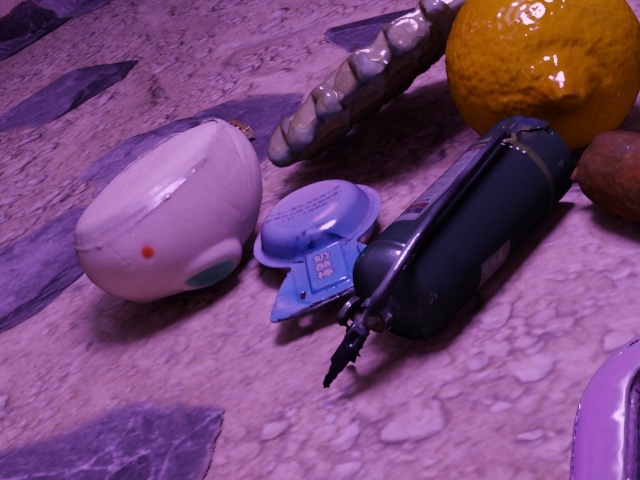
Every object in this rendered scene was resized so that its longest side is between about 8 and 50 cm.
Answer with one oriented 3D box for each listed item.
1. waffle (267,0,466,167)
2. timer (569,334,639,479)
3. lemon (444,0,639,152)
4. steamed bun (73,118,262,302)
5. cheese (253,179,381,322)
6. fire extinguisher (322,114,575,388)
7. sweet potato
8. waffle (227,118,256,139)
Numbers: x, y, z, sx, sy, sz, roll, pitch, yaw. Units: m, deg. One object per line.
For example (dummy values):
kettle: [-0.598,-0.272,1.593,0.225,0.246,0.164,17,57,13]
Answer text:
waffle: [0.075,-0.191,1.234,0.292,0.056,0.309,-37,0,-41]
timer: [0.213,0.127,0.530,0.191,0.069,0.208,-13,46,32]
lemon: [0.211,-0.173,1.065,0.187,0.186,0.244,-19,21,10]
steamed bun: [-0.144,-0.020,1.133,0.177,0.130,0.228,-20,23,34]
cheese: [0.000,0.000,1.059,0.135,0.052,0.244,-24,25,5]
fire extinguisher: [0.097,0.005,0.907,0.093,0.118,0.294,37,53,15]
sweet potato: [0.281,-0.026,0.843,0.075,0.075,0.273,-28,29,-9]
waffle: [-0.151,-0.116,1.475,0.135,0.021,0.092,-31,23,-13]
